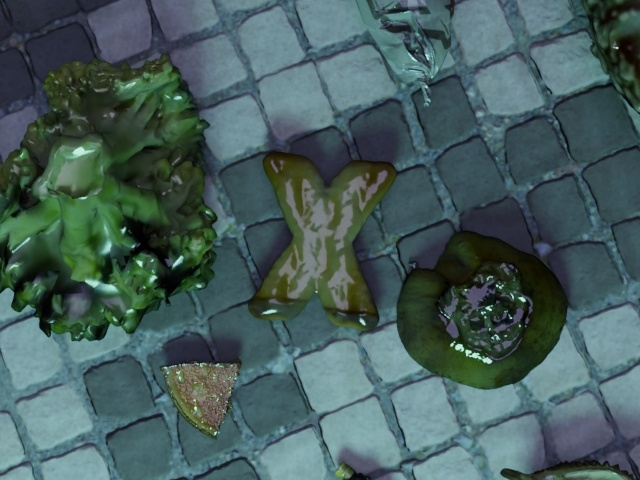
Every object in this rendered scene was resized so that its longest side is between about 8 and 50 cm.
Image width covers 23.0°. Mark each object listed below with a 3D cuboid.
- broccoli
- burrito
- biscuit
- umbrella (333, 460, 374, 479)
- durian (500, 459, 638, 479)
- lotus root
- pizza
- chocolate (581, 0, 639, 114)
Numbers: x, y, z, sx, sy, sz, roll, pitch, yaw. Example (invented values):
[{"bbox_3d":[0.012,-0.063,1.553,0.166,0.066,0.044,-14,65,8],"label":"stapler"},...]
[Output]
[{"bbox_3d":[-0.246,-0.053,1.800,0.293,0.281,0.348,33,89,7],"label":"broccoli"},{"bbox_3d":[0.080,-0.374,1.936,0.139,0.101,0.446,-18,80,-7],"label":"burrito"},{"bbox_3d":[0.001,0.000,1.908,0.164,0.047,0.208,6,82,1],"label":"biscuit"},{"bbox_3d":[0.075,0.316,1.864,0.144,0.040,0.037,39,93,7],"label":"umbrella"},{"bbox_3d":[0.290,0.321,1.836,0.188,0.091,0.148,30,71,9],"label":"durian"},{"bbox_3d":[0.193,0.081,1.879,0.203,0.078,0.183,18,82,5],"label":"lotus root"},{"bbox_3d":[-0.138,0.191,1.895,0.100,0.029,0.099,-7,90,2],"label":"pizza"},{"bbox_3d":[0.412,-0.288,1.862,0.210,0.225,0.340,-20,80,6],"label":"chocolate"}]
